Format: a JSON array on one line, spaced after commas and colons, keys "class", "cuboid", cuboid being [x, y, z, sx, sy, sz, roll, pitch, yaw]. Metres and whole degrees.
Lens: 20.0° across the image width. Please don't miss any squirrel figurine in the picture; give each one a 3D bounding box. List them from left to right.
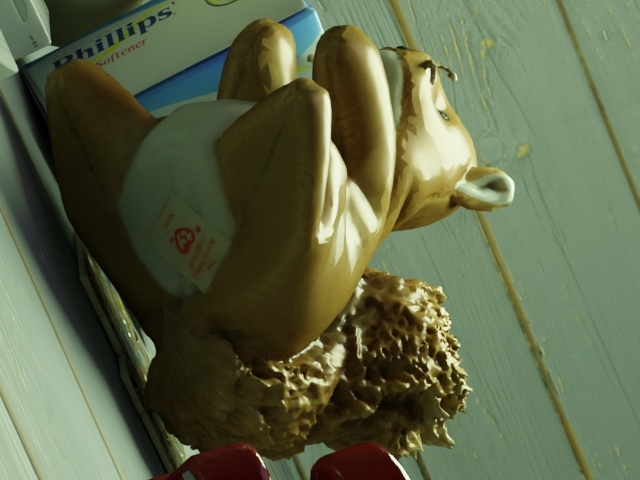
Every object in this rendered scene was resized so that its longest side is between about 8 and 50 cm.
[{"class": "squirrel figurine", "cuboid": [0.000, 0.000, 1.598, 0.370, 0.281, 0.397, -17, 103, -53]}]

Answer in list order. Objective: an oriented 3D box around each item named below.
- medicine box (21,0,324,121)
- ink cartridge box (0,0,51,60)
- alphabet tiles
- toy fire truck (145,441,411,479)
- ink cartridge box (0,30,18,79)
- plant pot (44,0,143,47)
[{"class": "medicine box", "cuboid": [-0.106, -0.092, 1.779, 0.149, 0.263, 0.289, 54, -10, 47]}, {"class": "ink cartridge box", "cuboid": [-0.279, -0.217, 1.611, 0.122, 0.052, 0.088, -118, -175, -68]}, {"class": "alphabet tiles", "cuboid": [-0.165, 0.109, 1.607, 0.198, 0.009, 0.237, -114, -179, -66]}, {"class": "toy fire truck", "cuboid": [-0.023, 0.260, 1.019, 0.302, 0.169, 0.254, 68, -19, 10]}, {"class": "ink cartridge box", "cuboid": [-0.241, -0.182, 0.915, 0.134, 0.078, 0.231, 127, -60, -89]}, {"class": "plant pot", "cuboid": [-0.235, -0.328, 1.743, 0.274, 0.256, 0.256, 104, -28, -44]}]
